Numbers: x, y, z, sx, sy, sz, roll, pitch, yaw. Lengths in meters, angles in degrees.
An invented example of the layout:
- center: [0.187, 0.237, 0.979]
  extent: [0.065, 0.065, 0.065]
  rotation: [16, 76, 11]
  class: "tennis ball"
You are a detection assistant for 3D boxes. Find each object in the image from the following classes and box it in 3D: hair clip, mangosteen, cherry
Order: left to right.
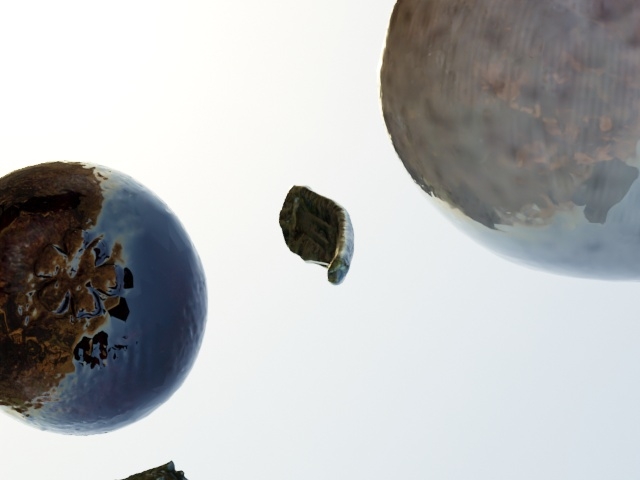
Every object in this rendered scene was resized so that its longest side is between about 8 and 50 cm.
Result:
- center: [-0.270, 0.064, 2.123]
  extent: [0.293, 0.297, 0.297]
  rotation: [-22, -133, 59]
  class: "mangosteen"
- center: [0.002, 0.000, 1.667]
  extent: [0.229, 0.036, 0.066]
  rotation: [-132, -128, -73]
  class: "hair clip"
- center: [0.206, -0.112, 1.488]
  extent: [0.291, 0.326, 0.335]
  rotation: [-62, -145, 11]
  class: "cherry"

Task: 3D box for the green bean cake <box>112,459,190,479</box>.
- center: [-0.140, 0.300, 1.646]
  extent: [0.094, 0.173, 0.181]
  rotation: [-19, -150, 29]
  class: "green bean cake"
